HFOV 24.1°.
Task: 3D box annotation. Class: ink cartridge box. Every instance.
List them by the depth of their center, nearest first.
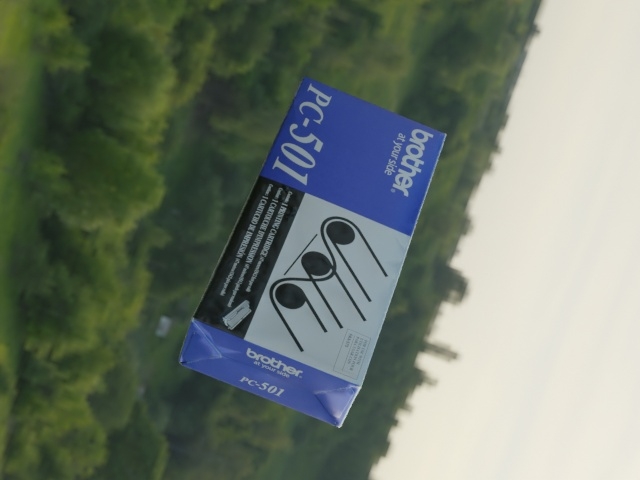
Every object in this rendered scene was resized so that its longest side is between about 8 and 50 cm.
[{"bbox_3d":[0.000,0.000,0.865,0.046,0.097,0.207,112,-1,-48],"label":"ink cartridge box"}]
